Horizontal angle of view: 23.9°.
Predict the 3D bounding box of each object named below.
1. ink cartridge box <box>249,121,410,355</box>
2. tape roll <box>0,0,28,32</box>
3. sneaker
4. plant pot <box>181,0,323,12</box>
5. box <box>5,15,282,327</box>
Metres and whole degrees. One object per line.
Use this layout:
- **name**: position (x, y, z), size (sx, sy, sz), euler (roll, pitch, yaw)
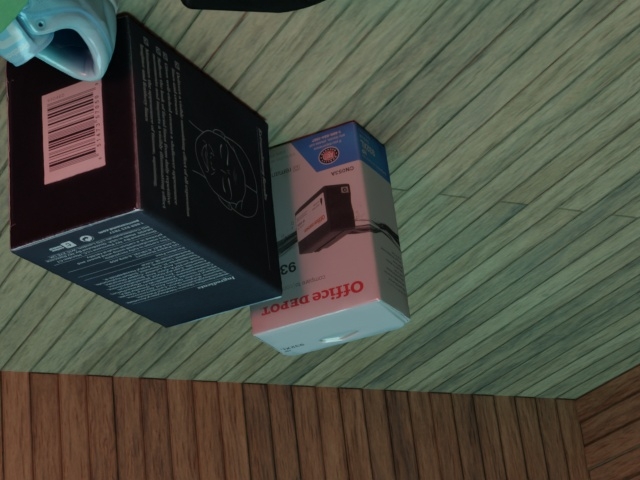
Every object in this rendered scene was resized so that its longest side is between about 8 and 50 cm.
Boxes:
- **ink cartridge box**: position (0.000, 0.000, 2.379), size (0.223, 0.307, 0.129), euler (-16, 155, 20)
- **tape roll**: position (-0.419, -0.323, 1.578), size (0.321, 0.077, 0.321), euler (-35, 148, -26)
- **sneaker**: position (-0.372, -0.295, 1.798), size (0.135, 0.150, 0.366), euler (-25, 151, 34)
- **plant pot**: position (-0.083, -0.351, 1.733), size (0.188, 0.187, 0.167), euler (0, 169, -14)
- **box**: position (-0.243, -0.084, 2.140), size (0.212, 0.293, 0.395), euler (-17, 154, 23)
